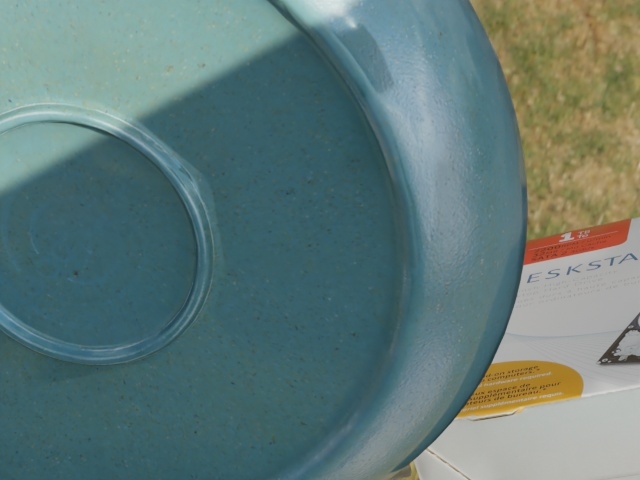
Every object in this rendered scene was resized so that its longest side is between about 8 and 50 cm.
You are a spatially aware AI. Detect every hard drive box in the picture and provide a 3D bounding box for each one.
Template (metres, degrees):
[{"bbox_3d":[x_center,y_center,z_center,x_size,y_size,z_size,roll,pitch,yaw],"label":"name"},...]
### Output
[{"bbox_3d":[0.162,0.066,0.658,0.181,0.089,0.232,-13,15,21],"label":"hard drive box"}]

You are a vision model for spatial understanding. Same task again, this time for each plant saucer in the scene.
[{"bbox_3d":[-0.085,-0.007,0.473,0.317,0.318,0.044,13,27,5],"label":"plant saucer"}]

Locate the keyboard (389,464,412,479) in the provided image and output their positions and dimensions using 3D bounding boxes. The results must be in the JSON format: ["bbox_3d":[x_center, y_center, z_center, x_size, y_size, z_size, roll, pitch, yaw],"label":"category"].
[{"bbox_3d":[0.000,0.000,0.665,0.014,0.072,0.256,-20,78,27],"label":"keyboard"}]
